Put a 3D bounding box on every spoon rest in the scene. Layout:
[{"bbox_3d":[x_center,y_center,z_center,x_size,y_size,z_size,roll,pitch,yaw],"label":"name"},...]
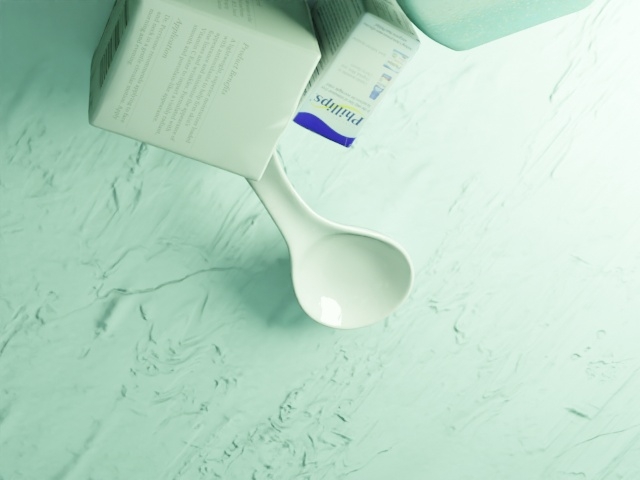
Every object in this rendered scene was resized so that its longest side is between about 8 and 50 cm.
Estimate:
[{"bbox_3d":[0.000,0.000,1.600,0.137,0.084,0.276,-33,120,12],"label":"spoon rest"}]

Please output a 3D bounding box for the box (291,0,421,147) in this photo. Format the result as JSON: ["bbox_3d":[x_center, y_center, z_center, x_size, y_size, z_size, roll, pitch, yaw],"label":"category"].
[{"bbox_3d":[0.026,-0.187,1.458,0.072,0.126,0.137,25,116,-24],"label":"box"}]

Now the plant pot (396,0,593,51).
[{"bbox_3d":[0.148,-0.323,1.331,0.247,0.248,0.252,-19,139,3],"label":"plant pot"}]

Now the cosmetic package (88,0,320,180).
[{"bbox_3d":[-0.118,-0.180,1.426,0.183,0.151,0.151,19,118,-19],"label":"cosmetic package"}]
